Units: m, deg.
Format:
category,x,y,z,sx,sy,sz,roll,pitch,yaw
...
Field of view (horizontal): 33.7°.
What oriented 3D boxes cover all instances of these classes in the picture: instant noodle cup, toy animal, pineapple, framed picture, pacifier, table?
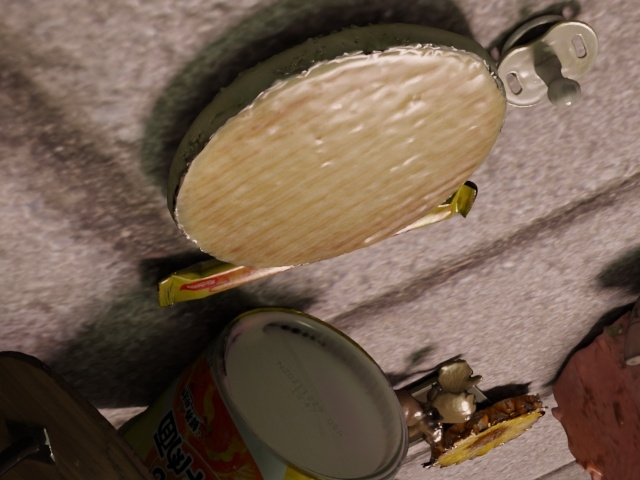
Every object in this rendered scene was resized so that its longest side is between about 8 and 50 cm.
category,x,y,z,sx,sy,sz,roll,pitch,yaw
instant noodle cup,-0.051,0.203,0.997,0.264,0.264,0.200,3,135,-44
toy animal,0.093,0.216,1.307,0.214,0.094,0.186,15,126,-41
pineapple,0.244,0.289,1.608,0.221,0.047,0.221,-23,158,-10
framed picture,0.133,0.248,1.488,0.197,0.014,0.252,-29,154,8
pacifier,0.168,-0.124,0.767,0.083,0.064,0.068,-29,136,8
table,-0.294,0.301,0.832,0.317,0.317,0.249,-47,-175,38

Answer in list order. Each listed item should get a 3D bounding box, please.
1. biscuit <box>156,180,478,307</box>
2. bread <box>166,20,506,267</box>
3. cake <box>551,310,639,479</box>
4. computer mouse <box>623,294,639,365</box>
category,x,y,z,sx,sy,sz,roll,pitch,yaw
biscuit,0.000,0.000,0.898,0.291,0.026,0.048,-17,146,-16
bread,0.014,-0.065,0.763,0.266,0.040,0.267,-18,153,-10
cake,0.530,0.261,1.525,0.293,0.314,0.307,-15,154,-16
computer mouse,0.527,0.046,1.345,0.389,0.115,0.199,-27,173,-23
